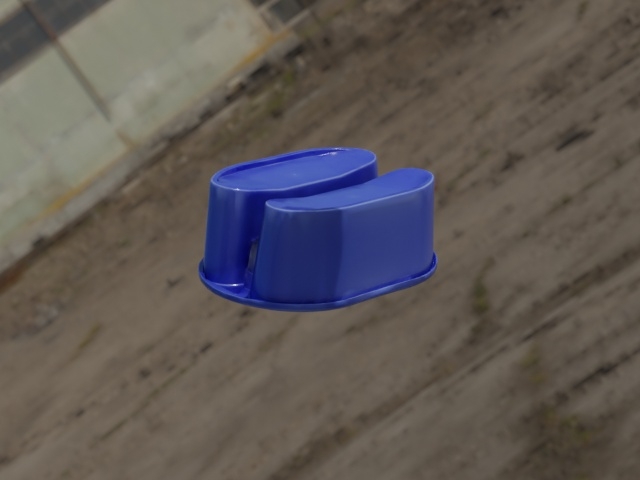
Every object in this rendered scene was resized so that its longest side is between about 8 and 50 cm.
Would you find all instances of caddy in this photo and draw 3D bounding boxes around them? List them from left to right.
[{"bbox_3d":[0.000,0.000,2.006,0.341,0.179,0.241,-14,25,-40],"label":"caddy"}]
